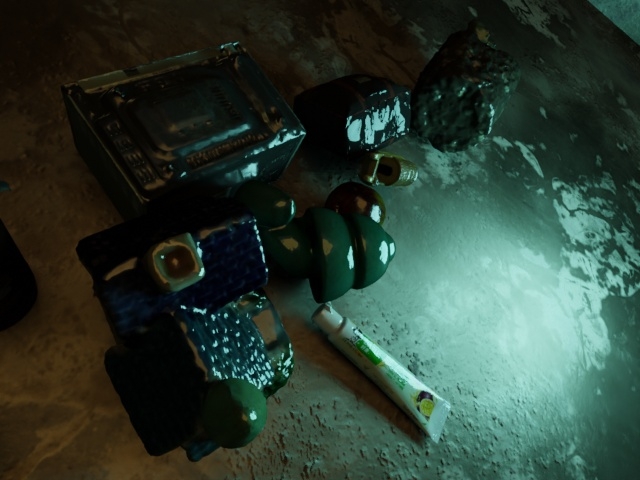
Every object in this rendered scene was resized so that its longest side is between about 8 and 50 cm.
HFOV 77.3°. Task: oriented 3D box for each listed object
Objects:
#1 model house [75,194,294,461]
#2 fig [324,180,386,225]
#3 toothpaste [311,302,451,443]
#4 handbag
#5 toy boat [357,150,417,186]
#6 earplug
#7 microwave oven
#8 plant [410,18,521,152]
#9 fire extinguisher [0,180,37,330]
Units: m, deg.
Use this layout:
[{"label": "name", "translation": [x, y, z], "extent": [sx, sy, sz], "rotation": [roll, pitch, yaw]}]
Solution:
[{"label": "model house", "translation": [-0.154, 0.103, 0.512], "extent": [0.243, 0.284, 0.298], "rotation": [-28, 81, -26]}, {"label": "fig", "translation": [0.082, -0.060, 0.793], "extent": [0.155, 0.103, 0.109], "rotation": [-1, 54, -54]}, {"label": "toothpaste", "translation": [0.109, 0.228, 0.708], "extent": [0.314, 0.056, 0.058], "rotation": [42, 98, -6]}, {"label": "handbag", "translation": [0.065, -0.262, 0.830], "extent": [0.215, 0.155, 0.169], "rotation": [-30, 43, -33]}, {"label": "toy boat", "translation": [0.149, -0.142, 0.823], "extent": [0.088, 0.068, 0.226], "rotation": [22, 16, 27]}, {"label": "earplug", "translation": [0.000, -0.008, 0.640], "extent": [0.280, 0.257, 0.164], "rotation": [-1, 45, -18]}, {"label": "microwave oven", "translation": [-0.208, -0.169, 0.656], "extent": [0.295, 0.181, 0.237], "rotation": [-33, 83, -32]}, {"label": "plant", "translation": [0.356, -0.387, 0.987], "extent": [0.213, 0.215, 0.312], "rotation": [36, 56, -3]}, {"label": "fire extinguisher", "translation": [-0.373, 0.012, 0.410], "extent": [0.135, 0.337, 0.114], "rotation": [-20, 80, -31]}]
